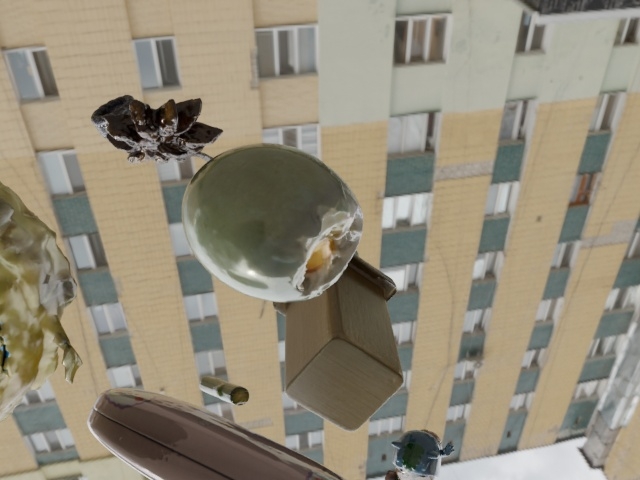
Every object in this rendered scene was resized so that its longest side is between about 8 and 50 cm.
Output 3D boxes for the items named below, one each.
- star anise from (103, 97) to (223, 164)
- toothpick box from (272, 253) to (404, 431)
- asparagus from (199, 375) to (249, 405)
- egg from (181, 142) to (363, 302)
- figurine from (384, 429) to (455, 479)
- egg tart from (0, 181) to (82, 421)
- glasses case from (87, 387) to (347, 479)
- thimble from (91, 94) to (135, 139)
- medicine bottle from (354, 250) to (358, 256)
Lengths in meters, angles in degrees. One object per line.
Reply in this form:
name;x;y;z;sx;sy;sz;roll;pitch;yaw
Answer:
star anise;-0.219;-0.162;1.005;0.234;0.177;0.073;-1;-110;-36
toothpick box;0.034;0.167;1.152;0.188;0.190;0.308;36;-162;-17
asparagus;-0.208;0.317;1.359;0.045;0.041;0.178;-20;-171;-32
egg;-0.067;-0.028;0.757;0.217;0.183;0.183;30;-132;27
figurine;0.205;0.458;1.328;0.114;0.144;0.178;24;-174;21
egg tart;-0.354;0.069;0.398;0.388;0.387;0.169;-8;-132;-10
glasses case;-0.075;0.210;0.581;0.297;0.113;0.075;21;-104;15
thimble;-0.442;-0.269;1.398;0.104;0.066;0.095;3;-133;35
medicine bottle;0.000;0.000;1.486;0.074;0.218;0.073;-23;-131;29
